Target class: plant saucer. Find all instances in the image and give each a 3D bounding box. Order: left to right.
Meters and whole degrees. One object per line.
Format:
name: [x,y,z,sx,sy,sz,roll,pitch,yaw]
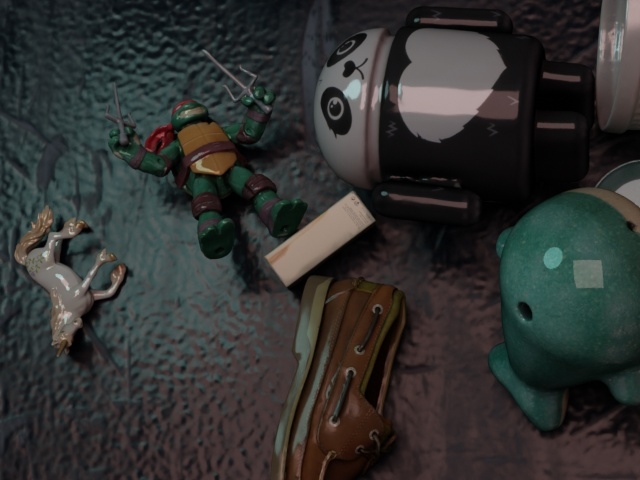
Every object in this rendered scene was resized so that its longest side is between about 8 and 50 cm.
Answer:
plant saucer: [0.328,-0.022,1.803,0.119,0.021,0.119,-3,75,10]

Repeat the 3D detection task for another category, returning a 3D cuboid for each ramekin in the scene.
ramekin: [0.339,-0.205,1.761,0.109,0.207,0.207,4,76,1]

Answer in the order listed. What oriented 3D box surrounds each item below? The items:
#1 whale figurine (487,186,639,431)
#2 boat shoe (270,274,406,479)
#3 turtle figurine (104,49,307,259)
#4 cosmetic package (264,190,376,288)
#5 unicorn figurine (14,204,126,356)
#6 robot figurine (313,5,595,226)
whale figurine: [0.220,0.077,1.671,0.141,0.272,0.216,-19,62,-36]
boat shoe: [0.020,0.182,1.756,0.104,0.111,0.307,4,76,12]
turtle figurine: [-0.115,-0.092,1.852,0.175,0.118,0.234,-29,58,-2]
cosmetic package: [0.000,0.000,1.833,0.115,0.060,0.041,-36,86,-3]
unicorn figurine: [-0.263,0.045,1.878,0.111,0.060,0.162,-44,56,-3]
robot figurine: [0.131,-0.127,1.785,0.278,0.209,0.173,5,112,11]
